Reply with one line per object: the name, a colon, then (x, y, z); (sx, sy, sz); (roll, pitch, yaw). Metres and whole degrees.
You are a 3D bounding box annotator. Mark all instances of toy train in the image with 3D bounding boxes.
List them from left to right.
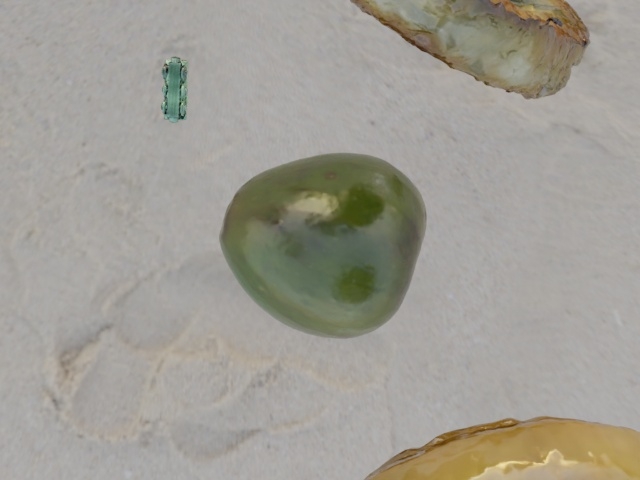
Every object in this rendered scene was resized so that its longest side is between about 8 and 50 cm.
toy train: (-0.184, -0.191, 1.384); (0.033, 0.053, 0.083); (2, 100, -2)

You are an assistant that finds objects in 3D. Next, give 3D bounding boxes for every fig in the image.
fig: (0.000, 0.000, 1.047); (0.191, 0.181, 0.181); (13, 107, -10)

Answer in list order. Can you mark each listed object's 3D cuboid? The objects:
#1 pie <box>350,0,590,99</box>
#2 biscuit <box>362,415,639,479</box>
pie: (0.082, -0.219, 0.825); (0.315, 0.315, 0.092); (36, 116, -15)
biscuit: (0.128, 0.219, 0.759); (0.296, 0.102, 0.296); (-6, 139, -5)
